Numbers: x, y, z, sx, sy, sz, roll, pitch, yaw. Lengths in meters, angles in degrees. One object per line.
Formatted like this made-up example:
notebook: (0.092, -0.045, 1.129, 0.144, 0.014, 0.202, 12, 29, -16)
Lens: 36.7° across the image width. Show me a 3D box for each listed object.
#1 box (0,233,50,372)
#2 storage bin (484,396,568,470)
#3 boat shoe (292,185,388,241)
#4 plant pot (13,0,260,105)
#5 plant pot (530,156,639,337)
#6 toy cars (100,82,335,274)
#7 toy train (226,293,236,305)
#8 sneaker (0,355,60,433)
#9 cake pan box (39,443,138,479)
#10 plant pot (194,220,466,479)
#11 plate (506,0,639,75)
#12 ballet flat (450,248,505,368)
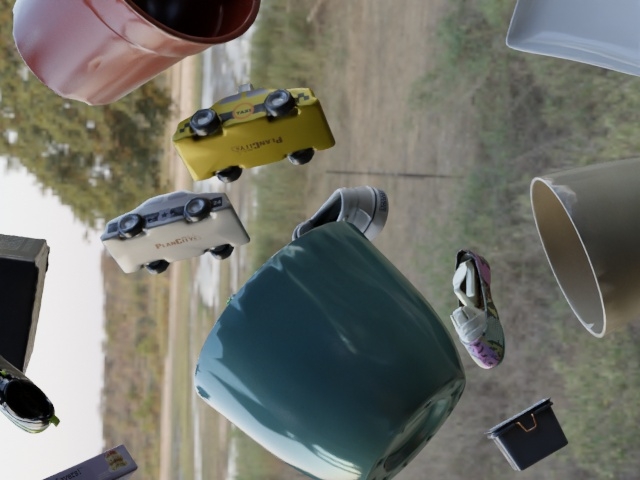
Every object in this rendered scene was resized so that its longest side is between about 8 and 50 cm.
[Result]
box: (-0.843, 0.123, 2.040, 0.472, 0.480, 0.297, -165, 84, -77)
storage bin: (0.387, 0.361, 1.781, 0.091, 0.135, 0.098, 60, 173, 12)
boat shoe: (0.000, 0.000, 1.406, 0.258, 0.084, 0.095, -52, 39, 42)
plant pot: (-0.268, -0.328, 1.308, 0.265, 0.272, 0.272, -26, 59, 43)
plant pot: (0.492, -0.023, 1.437, 0.256, 0.274, 0.256, -21, -90, -89)
toy cars: (-0.139, -0.084, 1.247, 0.393, 0.177, 0.087, -46, 35, 38)
toy train: (-0.130, 0.112, 1.486, 0.083, 0.017, 0.023, -112, 35, -52)
sneaker: (-0.524, 0.229, 1.588, 0.084, 0.235, 0.097, -59, 12, -31)
cake pan box: (-0.514, 0.520, 1.868, 0.070, 0.267, 0.245, 52, 131, 18)
plant pot: (0.033, 0.161, 1.182, 0.235, 0.293, 0.293, 40, 141, 24)
plate: (0.468, -0.427, 1.593, 0.278, 0.045, 0.277, 22, 102, 37)
ballet flat: (0.250, 0.107, 1.598, 0.077, 0.079, 0.221, -32, 42, 34)
